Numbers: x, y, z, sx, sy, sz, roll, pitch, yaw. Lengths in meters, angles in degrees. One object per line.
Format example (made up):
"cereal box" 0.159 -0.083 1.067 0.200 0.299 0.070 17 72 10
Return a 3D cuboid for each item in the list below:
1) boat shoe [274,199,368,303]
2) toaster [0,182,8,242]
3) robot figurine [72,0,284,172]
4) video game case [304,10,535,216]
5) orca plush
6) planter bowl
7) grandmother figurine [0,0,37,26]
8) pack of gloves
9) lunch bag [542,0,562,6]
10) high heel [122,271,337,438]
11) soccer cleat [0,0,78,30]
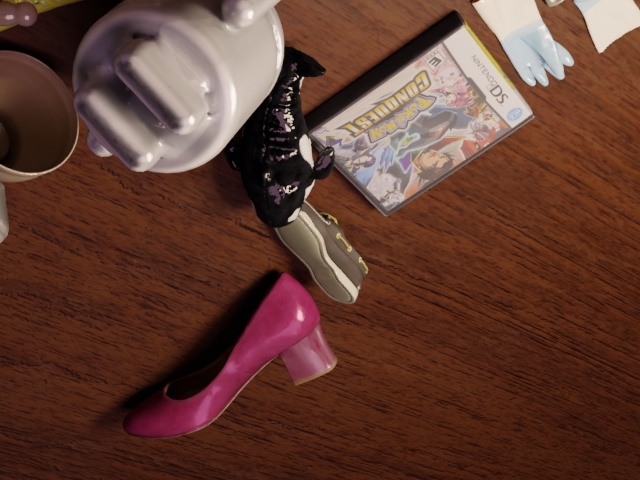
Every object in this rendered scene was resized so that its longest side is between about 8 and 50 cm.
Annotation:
"boat shoe" 0.000 0.000 2.169 0.068 0.081 0.227 -58 134 -28
"toaster" -0.517 -0.043 1.840 0.186 0.110 0.168 -30 139 8
"robot figurine" -0.160 -0.209 1.688 0.300 0.353 0.199 -34 102 26
"video game case" 0.143 -0.174 2.071 0.275 0.035 0.248 -34 139 12
"orca plush" -0.048 -0.116 1.956 0.151 0.102 0.287 18 129 -9
"planter bowl" -0.396 -0.139 1.775 0.162 0.162 0.109 13 154 -36
"grandmother figurine" -0.380 -0.329 1.592 0.342 0.207 0.104 -23 -175 9
"pack of gloves" 0.346 -0.310 2.013 0.195 0.046 0.232 -32 139 11
"lunch bag" 0.324 -0.468 1.741 0.287 0.169 0.235 -36 136 2
"high heel" -0.173 0.183 2.288 0.377 0.127 0.181 -24 111 7
"soccer cleat" -0.280 -0.313 1.650 0.289 0.121 0.093 -26 140 3
